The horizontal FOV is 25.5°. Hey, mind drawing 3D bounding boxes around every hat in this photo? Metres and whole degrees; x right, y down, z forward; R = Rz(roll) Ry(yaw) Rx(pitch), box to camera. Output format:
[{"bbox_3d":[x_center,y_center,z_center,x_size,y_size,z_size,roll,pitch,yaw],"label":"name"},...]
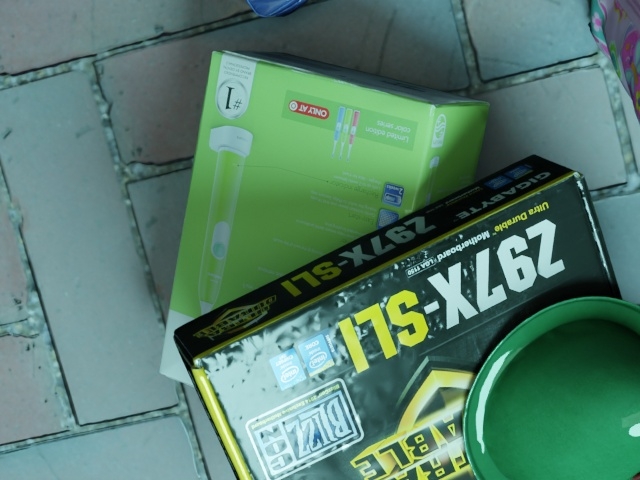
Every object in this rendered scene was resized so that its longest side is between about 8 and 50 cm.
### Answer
[{"bbox_3d":[0.217,0.140,0.971,0.173,0.183,0.208,39,95,-19],"label":"hat"}]

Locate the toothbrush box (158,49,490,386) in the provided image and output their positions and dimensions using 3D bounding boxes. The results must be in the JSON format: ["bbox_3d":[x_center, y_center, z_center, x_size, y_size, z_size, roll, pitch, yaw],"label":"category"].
[{"bbox_3d":[0.000,0.000,1.174,0.206,0.122,0.283,16,102,26],"label":"toothbrush box"}]

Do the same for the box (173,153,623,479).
[{"bbox_3d":[0.083,0.117,1.071,0.322,0.079,0.257,-25,110,-11],"label":"box"}]

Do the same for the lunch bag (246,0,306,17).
[{"bbox_3d":[-0.025,-0.234,1.190,0.098,0.065,0.067,-34,93,15],"label":"lunch bag"}]

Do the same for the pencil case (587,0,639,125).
[{"bbox_3d":[0.277,-0.129,1.048,0.124,0.284,0.124,-2,123,-2],"label":"pencil case"}]
